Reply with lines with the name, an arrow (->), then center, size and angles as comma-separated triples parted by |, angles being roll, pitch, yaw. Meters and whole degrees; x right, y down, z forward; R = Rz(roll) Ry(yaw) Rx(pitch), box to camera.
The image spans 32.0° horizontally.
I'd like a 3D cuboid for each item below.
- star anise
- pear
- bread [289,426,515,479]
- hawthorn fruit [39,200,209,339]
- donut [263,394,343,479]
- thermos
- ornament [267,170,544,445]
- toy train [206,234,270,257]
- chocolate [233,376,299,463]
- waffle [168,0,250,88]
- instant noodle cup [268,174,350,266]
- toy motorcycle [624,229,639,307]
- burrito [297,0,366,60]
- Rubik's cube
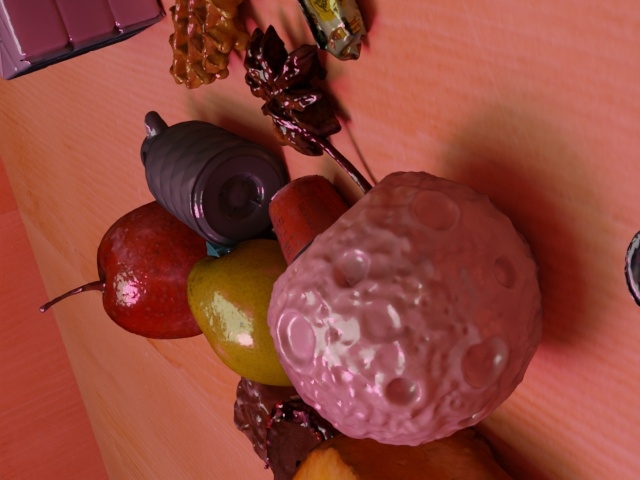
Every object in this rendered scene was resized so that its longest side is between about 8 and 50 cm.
star anise -> -0.018, -0.154, 1.282 | 0.234, 0.073, 0.177 | 35, 151, 39
pear -> -0.065, 0.086, 1.443 | 0.220, 0.187, 0.187 | 34, 150, 7
bread -> 0.092, 0.392, 1.264 | 0.398, 0.215, 0.398 | -17, 71, 61
hawthorn fruit -> -0.248, 0.051, 1.784 | 0.231, 0.263, 0.235 | 38, 122, 10
donut -> 0.024, 0.332, 1.584 | 0.270, 0.103, 0.269 | 33, 138, 36
thermos -> -0.163, -0.083, 1.575 | 0.286, 0.145, 0.182 | 30, 146, 57
ornament -> 0.087, 0.068, 1.040 | 0.225, 0.259, 0.259 | 47, 155, 3
toy train -> -0.095, 0.073, 1.623 | 0.154, 0.107, 0.197 | 36, 144, 62
chocolate -> -0.078, 0.278, 1.793 | 0.148, 0.093, 0.214 | 57, 156, 23
waffle -> -0.168, -0.349, 1.424 | 0.260, 0.069, 0.293 | -15, 95, 64
instant noodle cup -> 0.002, -0.001, 1.337 | 0.127, 0.127, 0.135 | 99, 149, -52
toy motorcycle -> 0.319, 0.092, 0.716 | 0.206, 0.154, 0.260 | -18, 92, 44
burrito -> -0.017, -0.322, 1.132 | 0.288, 0.054, 0.104 | 66, 157, 0
Rubik's cube -> -0.402, -0.388, 1.681 | 0.231, 0.225, 0.221 | 3, 114, 65
